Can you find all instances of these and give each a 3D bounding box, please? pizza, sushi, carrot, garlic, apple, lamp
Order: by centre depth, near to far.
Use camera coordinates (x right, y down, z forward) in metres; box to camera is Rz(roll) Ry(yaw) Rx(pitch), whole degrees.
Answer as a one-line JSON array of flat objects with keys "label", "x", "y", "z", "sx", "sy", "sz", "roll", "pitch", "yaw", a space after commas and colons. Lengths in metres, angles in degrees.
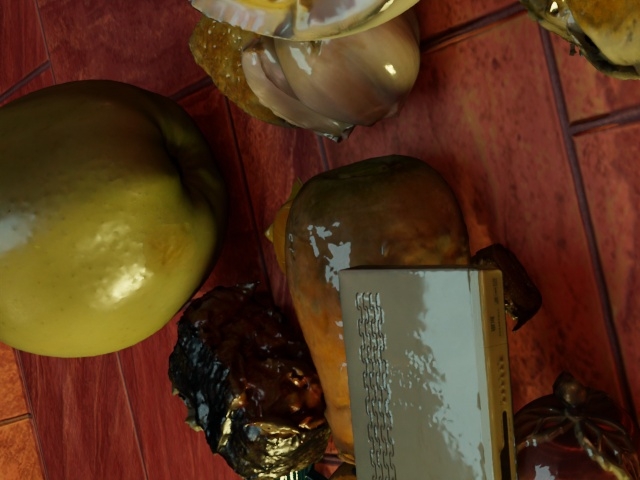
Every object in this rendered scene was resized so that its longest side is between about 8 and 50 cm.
[{"label": "lamp", "x": 0.272, "y": 0.255, "z": 1.241, "sx": 0.215, "sy": 0.151, "sz": 0.223, "roll": -79, "pitch": -33, "yaw": -60}, {"label": "sushi", "x": 0.209, "y": 0.049, "z": 1.364, "sx": 0.120, "sy": 0.052, "sz": 0.055, "roll": 57, "pitch": 129, "yaw": 26}, {"label": "carrot", "x": 0.080, "y": 0.078, "z": 1.430, "sx": 0.224, "sy": 0.224, "sz": 0.340, "roll": 6, "pitch": 112, "yaw": 58}, {"label": "garlic", "x": 0.013, "y": -0.239, "z": 1.440, "sx": 0.185, "sy": 0.203, "sz": 0.281, "roll": -61, "pitch": 17, "yaw": -5}, {"label": "pizza", "x": -0.080, "y": -0.310, "z": 1.683, "sx": 0.280, "sy": 0.075, "sz": 0.287, "roll": 47, "pitch": 137, "yaw": 34}, {"label": "sushi", "x": -0.109, "y": 0.219, "z": 1.819, "sx": 0.343, "sy": 0.196, "sz": 0.182, "roll": 47, "pitch": 145, "yaw": 41}, {"label": "apple", "x": -0.367, "y": -0.039, "z": 1.904, "sx": 0.473, "sy": 0.473, "sz": 0.473, "roll": 30, "pitch": 126, "yaw": 51}]

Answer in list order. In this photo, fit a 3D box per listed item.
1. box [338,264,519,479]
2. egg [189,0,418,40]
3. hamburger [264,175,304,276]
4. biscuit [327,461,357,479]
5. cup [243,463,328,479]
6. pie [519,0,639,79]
[{"label": "box", "x": 0.108, "y": 0.159, "z": 1.248, "sx": 0.211, "sy": 0.045, "sz": 0.270, "roll": -4, "pitch": 94, "yaw": 42}, {"label": "egg", "x": 0.021, "y": -0.409, "z": 1.232, "sx": 0.354, "sy": 0.340, "sz": 0.354, "roll": 13, "pitch": 121, "yaw": 22}, {"label": "hamburger", "x": 0.002, "y": 0.000, "z": 1.644, "sx": 0.189, "sy": 0.093, "sz": 0.164, "roll": -42, "pitch": 67, "yaw": 58}, {"label": "biscuit", "x": 0.154, "y": 0.413, "z": 1.487, "sx": 0.367, "sy": 0.063, "sz": 0.314, "roll": 43, "pitch": 153, "yaw": 10}, {"label": "cup", "x": -0.049, "y": 0.386, "z": 1.894, "sx": 0.113, "sy": 0.150, "sz": 0.138, "roll": -87, "pitch": 2, "yaw": -64}, {"label": "pie", "x": 0.274, "y": -0.305, "z": 1.091, "sx": 0.339, "sy": 0.077, "sz": 0.339, "roll": 29, "pitch": 123, "yaw": 59}]
